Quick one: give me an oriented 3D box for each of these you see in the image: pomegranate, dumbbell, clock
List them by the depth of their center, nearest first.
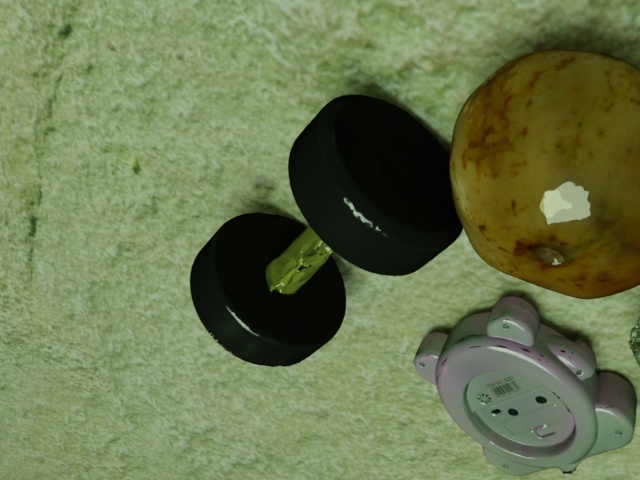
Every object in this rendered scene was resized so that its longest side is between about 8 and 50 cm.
[{"bbox_3d":[0.241,-0.065,0.714,0.248,0.248,0.248,14,131,16],"label":"pomegranate"},{"bbox_3d":[0.000,0.000,0.892,0.203,0.204,0.322,40,132,-7],"label":"dumbbell"},{"bbox_3d":[0.265,0.198,0.998,0.248,0.090,0.227,46,131,-11],"label":"clock"}]

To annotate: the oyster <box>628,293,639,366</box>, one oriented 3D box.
[{"bbox_3d":[0.430,0.150,0.876,0.252,0.087,0.199,54,153,3],"label":"oyster"}]
